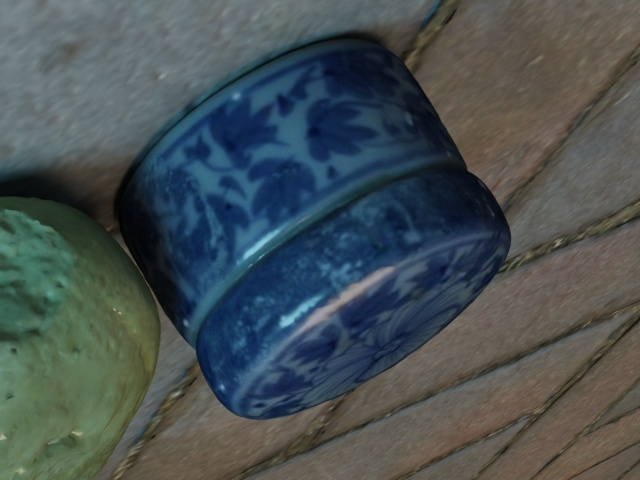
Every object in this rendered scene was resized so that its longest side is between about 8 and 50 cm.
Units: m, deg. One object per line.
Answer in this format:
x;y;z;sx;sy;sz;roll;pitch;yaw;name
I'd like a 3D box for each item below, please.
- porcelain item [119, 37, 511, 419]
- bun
0.000;0.000;0.738;0.147;0.114;0.147;-30;160;-12;porcelain item
-0.155;0.079;0.679;0.221;0.108;0.221;-30;161;-12;bun
